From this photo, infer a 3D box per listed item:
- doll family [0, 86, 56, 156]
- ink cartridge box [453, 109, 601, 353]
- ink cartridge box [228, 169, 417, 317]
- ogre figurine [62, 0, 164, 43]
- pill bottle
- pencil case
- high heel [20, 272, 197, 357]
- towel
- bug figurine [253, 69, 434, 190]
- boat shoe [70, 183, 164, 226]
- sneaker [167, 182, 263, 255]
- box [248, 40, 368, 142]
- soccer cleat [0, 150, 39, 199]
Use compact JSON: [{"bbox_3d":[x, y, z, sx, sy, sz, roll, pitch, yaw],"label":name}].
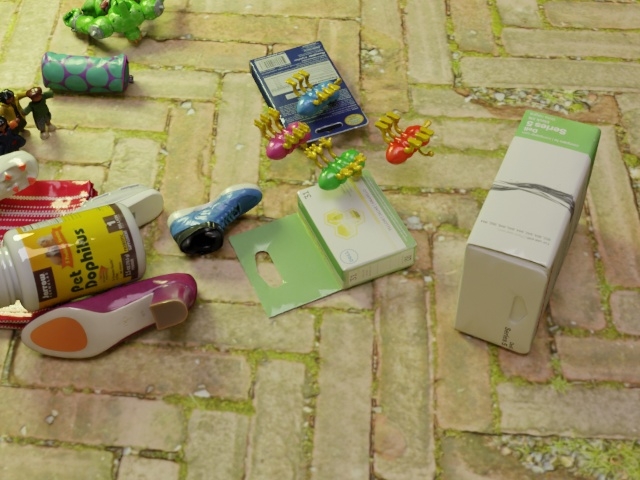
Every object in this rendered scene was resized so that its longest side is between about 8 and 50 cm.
[{"bbox_3d":[-0.512,-0.185,1.605,0.076,0.111,0.193,21,54,18],"label":"doll family"},{"bbox_3d":[0.286,-0.013,1.379,0.115,0.198,0.273,18,53,16],"label":"ink cartridge box"},{"bbox_3d":[0.000,0.000,1.474,0.235,0.056,0.171,-18,53,-16],"label":"ink cartridge box"},{"bbox_3d":[-0.363,-0.417,1.807,0.197,0.096,0.118,-9,38,-20],"label":"ogre figurine"},{"bbox_3d":[-0.360,0.027,1.383,0.215,0.117,0.117,-17,51,-23],"label":"pill bottle"},{"bbox_3d":[-0.405,-0.293,1.722,0.152,0.064,0.070,3,66,4],"label":"pencil case"},{"bbox_3d":[-0.295,0.096,1.405,0.244,0.082,0.117,-17,19,5],"label":"high heel"},{"bbox_3d":[-0.458,0.013,1.492,0.199,0.031,0.274,2,50,5],"label":"towel"},{"bbox_3d":[0.030,-0.165,1.549,0.279,0.072,0.216,32,53,32],"label":"bug figurine"},{"bbox_3d":[-0.327,-0.042,1.502,0.184,0.066,0.063,-31,46,-31],"label":"boat shoe"},{"bbox_3d":[-0.148,-0.026,1.494,0.152,0.058,0.084,-21,47,-10],"label":"sneaker"},{"bbox_3d":[-0.021,-0.242,1.685,0.136,0.036,0.225,-18,52,-12],"label":"box"},{"bbox_3d":[-0.522,-0.077,1.515,0.196,0.068,0.076,-28,33,-13],"label":"soccer cleat"}]
